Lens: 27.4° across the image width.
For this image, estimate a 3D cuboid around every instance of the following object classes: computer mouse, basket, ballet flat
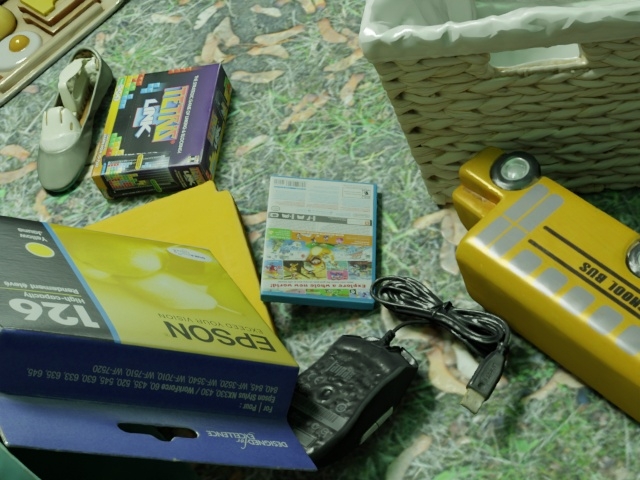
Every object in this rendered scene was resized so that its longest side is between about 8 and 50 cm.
[{"bbox_3d":[0.067,0.151,1.257,0.184,0.060,0.262,19,51,34],"label":"computer mouse"},{"bbox_3d":[0.241,-0.246,1.380,0.328,0.266,0.331,-4,51,18],"label":"basket"},{"bbox_3d":[-0.319,-0.159,1.651,0.072,0.068,0.213,-2,51,19],"label":"ballet flat"}]

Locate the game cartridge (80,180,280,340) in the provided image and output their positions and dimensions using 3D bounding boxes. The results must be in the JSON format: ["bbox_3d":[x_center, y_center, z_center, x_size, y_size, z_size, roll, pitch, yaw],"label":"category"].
[{"bbox_3d":[-0.218,0.090,1.422,0.324,0.052,0.285,-20,48,0],"label":"game cartridge"}]

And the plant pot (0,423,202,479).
[{"bbox_3d":[-0.269,0.261,1.146,0.235,0.293,0.293,-52,49,7],"label":"plant pot"}]

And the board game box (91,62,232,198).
[{"bbox_3d":[-0.190,-0.134,1.595,0.141,0.048,0.170,-7,50,17],"label":"board game box"}]

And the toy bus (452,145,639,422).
[{"bbox_3d":[0.245,0.042,1.245,0.130,0.108,0.333,-41,50,-13],"label":"toy bus"}]

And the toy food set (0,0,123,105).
[{"bbox_3d":[-0.436,-0.324,1.817,0.306,0.092,0.220,-44,50,-17],"label":"toy food set"}]

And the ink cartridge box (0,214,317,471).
[{"bbox_3d":[-0.178,0.082,1.185,0.307,0.304,0.072,44,115,49],"label":"ink cartridge box"}]

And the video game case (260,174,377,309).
[{"bbox_3d":[0.000,0.000,1.407,0.119,0.015,0.166,5,50,-2],"label":"video game case"}]
